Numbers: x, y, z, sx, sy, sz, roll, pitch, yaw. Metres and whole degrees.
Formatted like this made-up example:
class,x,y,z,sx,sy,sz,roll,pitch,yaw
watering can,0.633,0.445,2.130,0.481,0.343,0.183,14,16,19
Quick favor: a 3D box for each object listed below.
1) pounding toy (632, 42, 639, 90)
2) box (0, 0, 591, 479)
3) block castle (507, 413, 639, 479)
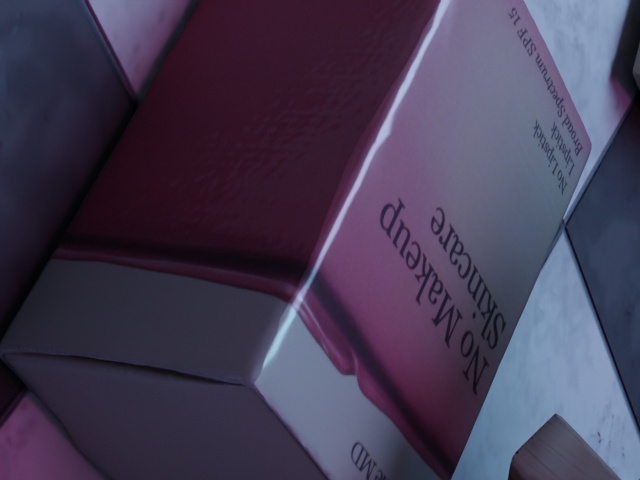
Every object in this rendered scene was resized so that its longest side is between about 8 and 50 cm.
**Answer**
class,x,y,z,sx,sy,sz,roll,pitch,yaw
pounding toy,0.250,-0.148,1.143,0.100,0.130,0.141,50,53,-60
box,0.000,0.000,0.782,0.148,0.127,0.232,56,50,-42
block castle,0.181,0.170,0.777,0.453,0.213,0.303,-39,160,-12
